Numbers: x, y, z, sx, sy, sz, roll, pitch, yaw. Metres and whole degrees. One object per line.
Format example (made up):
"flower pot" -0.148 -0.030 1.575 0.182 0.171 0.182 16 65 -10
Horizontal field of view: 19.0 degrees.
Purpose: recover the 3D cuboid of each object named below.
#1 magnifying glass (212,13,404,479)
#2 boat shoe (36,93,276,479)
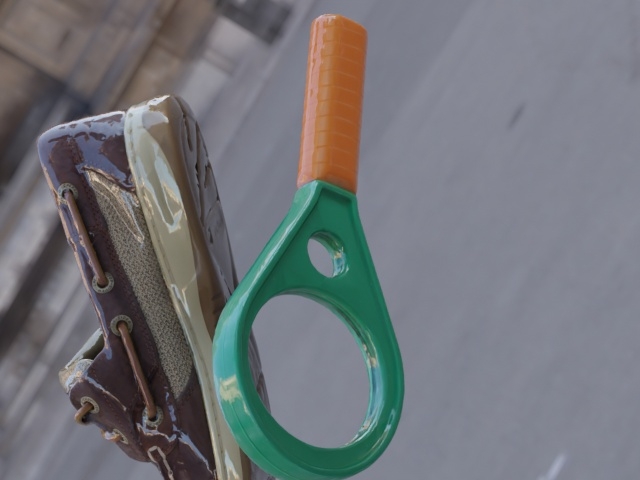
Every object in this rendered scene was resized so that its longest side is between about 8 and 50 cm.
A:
"magnifying glass" 0.000 0.000 0.868 0.026 0.092 0.231 -28 48 49
"boat shoe" -0.111 0.080 1.261 0.123 0.123 0.342 -69 -32 -75
